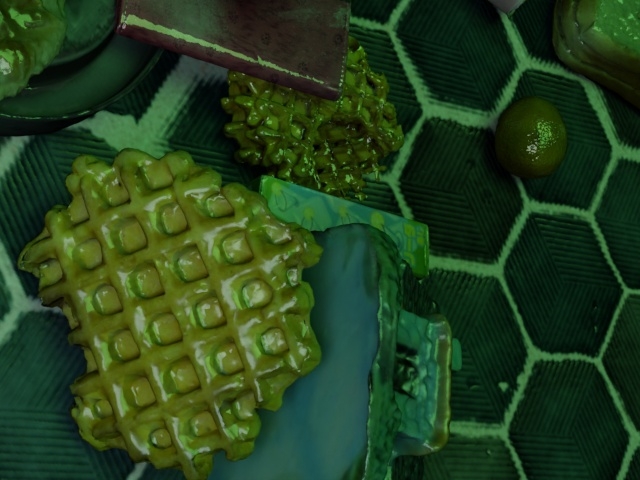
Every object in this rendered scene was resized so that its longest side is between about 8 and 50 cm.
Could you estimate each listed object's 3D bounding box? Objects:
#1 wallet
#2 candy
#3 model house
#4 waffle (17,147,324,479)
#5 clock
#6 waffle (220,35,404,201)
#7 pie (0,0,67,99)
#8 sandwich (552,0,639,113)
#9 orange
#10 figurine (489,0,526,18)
[{"bbox_3d":[-0.078,-0.213,1.183,0.232,0.025,0.119,14,70,-27],"label":"wallet"},{"bbox_3d":[0.000,0.000,1.210,0.194,0.097,0.062,15,69,-30],"label":"candy"},{"bbox_3d":[0.049,0.148,1.126,0.241,0.226,0.261,22,66,-39],"label":"model house"},{"bbox_3d":[-0.132,0.061,1.042,0.051,0.291,0.291,-7,77,-74],"label":"waffle"},{"bbox_3d":[-0.281,-0.247,1.115,0.319,0.066,0.318,10,71,-32],"label":"clock"},{"bbox_3d":[-0.005,-0.129,1.263,0.197,0.070,0.193,45,55,-14],"label":"waffle"},{"bbox_3d":[-0.332,-0.232,0.995,0.306,0.071,0.306,11,70,-33],"label":"pie"},{"bbox_3d":[0.407,-0.303,1.582,0.249,0.095,0.273,24,64,-22],"label":"sandwich"},{"bbox_3d":[0.235,-0.116,1.412,0.085,0.085,0.095,3,77,-34],"label":"orange"},{"bbox_3d":[0.204,-0.455,1.392,0.315,0.284,0.206,45,54,-1],"label":"figurine"}]
